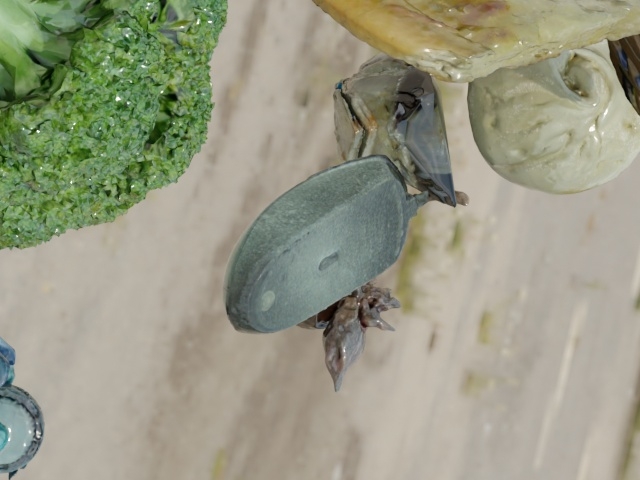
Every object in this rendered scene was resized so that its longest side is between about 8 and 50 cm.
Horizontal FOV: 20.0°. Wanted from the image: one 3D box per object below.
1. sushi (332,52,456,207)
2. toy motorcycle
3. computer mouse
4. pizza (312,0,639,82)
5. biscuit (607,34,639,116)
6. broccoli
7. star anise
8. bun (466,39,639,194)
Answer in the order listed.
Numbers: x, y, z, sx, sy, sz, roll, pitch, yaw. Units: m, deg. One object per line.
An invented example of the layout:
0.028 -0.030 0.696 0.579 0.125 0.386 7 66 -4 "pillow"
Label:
0.066 -0.140 1.834 0.273 0.109 0.134 -92 172 -61 "sushi"
-0.413 0.188 1.798 0.206 0.260 0.154 57 -3 -10 "toy motorcycle"
-0.005 -0.002 1.540 0.229 0.068 0.113 -31 135 -33 "computer mouse"
0.095 -0.156 1.037 0.034 0.262 0.181 114 -29 -43 "pizza"
0.257 -0.171 1.461 0.320 0.047 0.183 53 13 -75 "biscuit"
-0.245 -0.142 1.394 0.321 0.310 0.413 -58 -152 34 "broccoli"
0.048 0.036 1.931 0.227 0.219 0.148 85 3 -52 "star anise"
0.230 -0.130 1.715 0.102 0.183 0.183 123 -19 -83 "bun"
